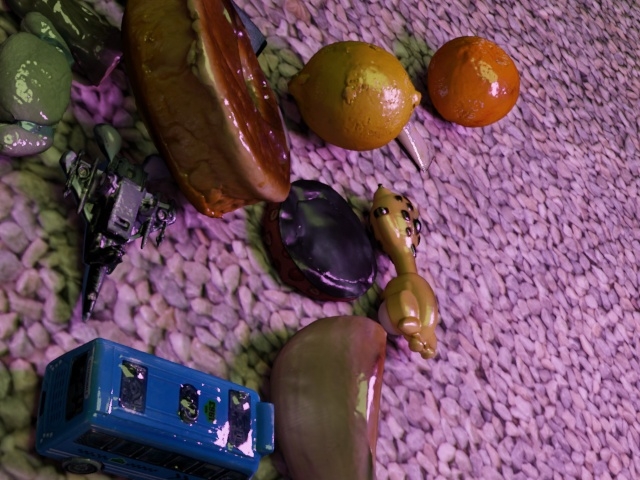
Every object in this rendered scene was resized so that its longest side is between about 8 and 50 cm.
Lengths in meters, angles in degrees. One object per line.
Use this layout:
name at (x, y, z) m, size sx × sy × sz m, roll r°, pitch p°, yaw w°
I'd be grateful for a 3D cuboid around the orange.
orange at (0.279, -0.291, 1.972) m, size 0.177 × 0.155 × 0.177 m, roll 35°, pitch 36°, yaw -31°

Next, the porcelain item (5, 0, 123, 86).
porcelain item at (-0.346, -0.298, 1.380) m, size 0.216 × 0.069 × 0.081 m, roll 40°, pitch 46°, yaw -15°

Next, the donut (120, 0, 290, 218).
donut at (-0.151, -0.190, 1.384) m, size 0.330 × 0.160 × 0.330 m, roll -16°, pitch 90°, yaw -77°

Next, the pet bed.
pet bed at (0.000, 0.000, 1.557) m, size 0.201 × 0.053 × 0.201 m, roll 27°, pitch 48°, yaw -35°

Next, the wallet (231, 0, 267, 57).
wallet at (-0.235, -0.390, 1.566) m, size 0.379 × 0.046 × 0.190 m, roll 45°, pitch 38°, yaw -15°

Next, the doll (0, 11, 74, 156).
doll at (-0.348, -0.186, 1.288) m, size 0.103 × 0.071 × 0.214 m, roll 26°, pitch 52°, yaw -33°

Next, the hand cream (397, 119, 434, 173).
hand cream at (0.151, -0.185, 1.860) m, size 0.143 × 0.039 × 0.061 m, roll 51°, pitch 36°, yaw -17°

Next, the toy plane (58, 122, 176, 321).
toy plane at (-0.248, -0.017, 1.277) m, size 0.169 × 0.078 × 0.246 m, roll 31°, pitch 46°, yaw -31°

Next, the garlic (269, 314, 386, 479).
garlic at (0.042, 0.249, 1.375) m, size 0.196 × 0.151 × 0.338 m, roll 28°, pitch 47°, yaw -50°

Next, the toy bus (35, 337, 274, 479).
toy bus at (-0.175, 0.198, 1.169) m, size 0.246 × 0.134 × 0.113 m, roll 25°, pitch 49°, yaw -34°

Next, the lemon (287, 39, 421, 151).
lemon at (0.050, -0.226, 1.669) m, size 0.206 × 0.173 × 0.173 m, roll 9°, pitch 57°, yaw -19°

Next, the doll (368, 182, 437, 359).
doll at (0.126, 0.047, 1.635) m, size 0.117 × 0.086 × 0.291 m, roll 30°, pitch 43°, yaw -47°
